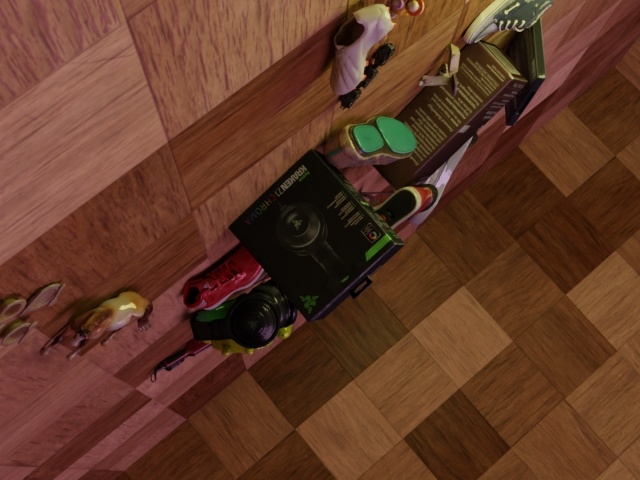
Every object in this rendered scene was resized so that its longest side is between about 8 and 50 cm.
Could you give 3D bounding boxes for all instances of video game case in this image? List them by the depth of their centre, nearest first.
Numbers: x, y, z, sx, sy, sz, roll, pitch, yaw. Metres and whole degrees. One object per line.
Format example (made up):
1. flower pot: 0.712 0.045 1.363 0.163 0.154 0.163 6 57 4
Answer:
1. video game case: 0.503 -0.431 2.140 0.026 0.196 0.274 0 164 -3

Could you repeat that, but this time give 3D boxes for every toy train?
1. toy train: 0.129 -0.373 1.354 0.125 0.046 0.166 -35 168 -32
2. toy train: 0.085 -0.298 1.564 0.158 0.027 0.036 -49 178 34

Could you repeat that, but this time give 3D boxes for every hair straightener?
1. hair straightener: -0.385 0.332 2.431 0.230 0.047 0.089 -37 169 -22

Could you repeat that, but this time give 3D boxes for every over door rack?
1. over door rack: 0.084 -0.042 2.256 0.239 0.108 0.324 -40 -178 -12

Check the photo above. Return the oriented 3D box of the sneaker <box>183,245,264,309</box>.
1. sneaker: -0.216 0.087 1.921 0.221 0.087 0.128 -45 170 15

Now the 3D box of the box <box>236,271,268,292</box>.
1. box: -0.103 0.003 2.048 0.293 0.057 0.201 -46 168 29

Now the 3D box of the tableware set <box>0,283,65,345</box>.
1. tableware set: -0.474 0.124 1.319 0.141 0.020 0.169 -45 169 21

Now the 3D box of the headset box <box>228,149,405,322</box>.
1. headset box: 0.000 0.000 1.783 0.246 0.283 0.131 -42 170 10

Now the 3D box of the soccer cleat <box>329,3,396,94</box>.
1. soccer cleat: 0.046 -0.298 1.342 0.076 0.068 0.196 -11 157 -29

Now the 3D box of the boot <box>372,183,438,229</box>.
1. boot: 0.168 -0.057 2.076 0.244 0.088 0.176 -32 174 28

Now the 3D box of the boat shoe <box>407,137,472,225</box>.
1. boat shoe: 0.280 -0.208 2.338 0.136 0.156 0.367 -72 -174 -51

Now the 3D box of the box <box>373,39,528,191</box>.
1. box: 0.298 -0.294 2.044 0.381 0.143 0.191 -43 169 23

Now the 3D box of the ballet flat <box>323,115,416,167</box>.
1. ballet flat: 0.100 -0.206 1.850 0.106 0.107 0.316 -28 170 29

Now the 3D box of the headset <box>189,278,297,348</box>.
1. headset: -0.143 0.150 2.120 0.394 0.185 0.243 -10 -171 22

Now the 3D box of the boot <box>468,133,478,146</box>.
1. boot: 0.344 -0.259 2.569 0.246 0.083 0.161 -29 173 -26

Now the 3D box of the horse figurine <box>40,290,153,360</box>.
1. horse figurine: -0.398 0.154 1.600 0.174 0.066 0.263 -40 169 32

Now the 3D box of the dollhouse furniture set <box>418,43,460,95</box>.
1. dollhouse furniture set: 0.255 -0.385 1.864 0.081 0.091 0.114 -1 139 0

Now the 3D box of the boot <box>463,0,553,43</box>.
1. boot: 0.396 -0.467 1.810 0.190 0.086 0.069 -43 170 13

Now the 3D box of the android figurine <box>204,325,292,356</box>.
1. android figurine: -0.198 0.233 2.292 0.248 0.056 0.273 -5 -159 7

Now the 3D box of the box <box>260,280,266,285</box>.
1. box: -0.204 0.197 2.552 0.136 0.036 0.225 -38 168 -11
